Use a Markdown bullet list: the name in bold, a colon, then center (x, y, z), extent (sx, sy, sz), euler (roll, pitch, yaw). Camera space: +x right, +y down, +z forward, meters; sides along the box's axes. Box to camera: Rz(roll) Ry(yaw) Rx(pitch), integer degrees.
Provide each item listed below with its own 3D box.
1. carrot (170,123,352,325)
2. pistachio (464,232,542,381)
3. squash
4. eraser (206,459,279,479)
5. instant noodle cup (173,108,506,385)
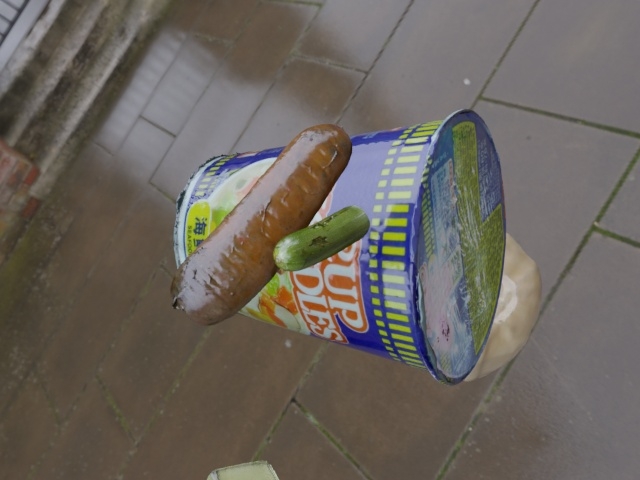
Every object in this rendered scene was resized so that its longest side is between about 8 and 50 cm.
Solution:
- **carrot**: center (-0.039, -0.014, 0.473), extent (0.186, 0.060, 0.060), euler (-49, 39, -9)
- **pistachio**: center (0.245, 0.114, 1.034), extent (0.193, 0.318, 0.214), euler (24, 57, 10)
- **squash**: center (0.000, 0.000, 0.429), extent (0.027, 0.083, 0.027), euler (19, 122, 34)
- **eraser**: center (-0.099, 0.432, 0.972), extent (0.172, 0.117, 0.058), euler (50, 121, 41)
- **instant noodle cup**: center (0.018, -0.002, 0.703), extent (0.312, 0.284, 0.284), euler (4, 68, 30)
